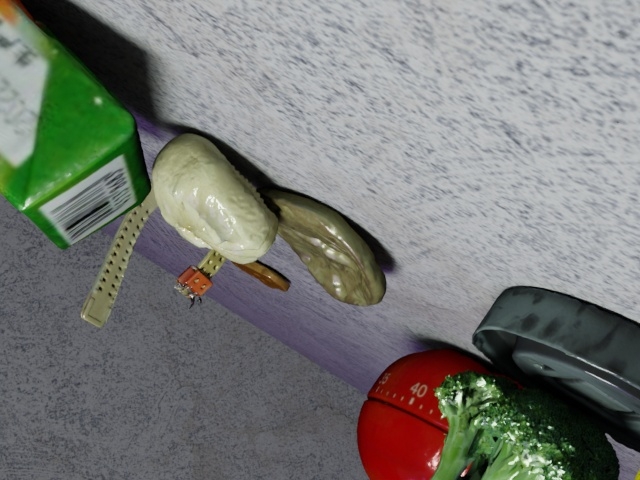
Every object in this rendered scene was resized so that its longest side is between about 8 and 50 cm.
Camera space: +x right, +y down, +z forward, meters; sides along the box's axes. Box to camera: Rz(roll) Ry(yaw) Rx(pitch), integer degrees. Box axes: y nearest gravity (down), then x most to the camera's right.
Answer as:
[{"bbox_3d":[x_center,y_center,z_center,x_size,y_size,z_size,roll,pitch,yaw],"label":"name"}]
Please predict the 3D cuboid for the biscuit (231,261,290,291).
[{"bbox_3d":[-0.119,0.066,1.948,0.140,0.023,0.118,25,167,26],"label":"biscuit"}]

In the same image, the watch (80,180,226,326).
[{"bbox_3d":[-0.220,0.017,1.389,0.164,0.269,0.102,15,162,24],"label":"watch"}]

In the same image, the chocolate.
[{"bbox_3d":[-0.369,-0.162,1.131,0.341,0.161,0.360,44,169,1],"label":"chocolate"}]

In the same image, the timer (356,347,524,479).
[{"bbox_3d":[0.242,0.356,1.624,0.378,0.279,0.378,31,167,8],"label":"timer"}]

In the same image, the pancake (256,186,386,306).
[{"bbox_3d":[0.000,0.000,1.304,0.242,0.050,0.242,37,162,14],"label":"pancake"}]

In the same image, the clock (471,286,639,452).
[{"bbox_3d":[0.329,0.161,1.085,0.325,0.067,0.325,30,168,7],"label":"clock"}]

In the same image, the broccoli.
[{"bbox_3d":[0.237,0.283,1.145,0.261,0.241,0.269,46,150,38],"label":"broccoli"}]

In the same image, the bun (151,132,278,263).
[{"bbox_3d":[-0.141,-0.047,1.241,0.188,0.111,0.164,49,166,-21],"label":"bun"}]

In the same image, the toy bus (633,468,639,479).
[{"bbox_3d":[0.593,0.464,1.689,0.081,0.074,0.226,21,165,36],"label":"toy bus"}]
